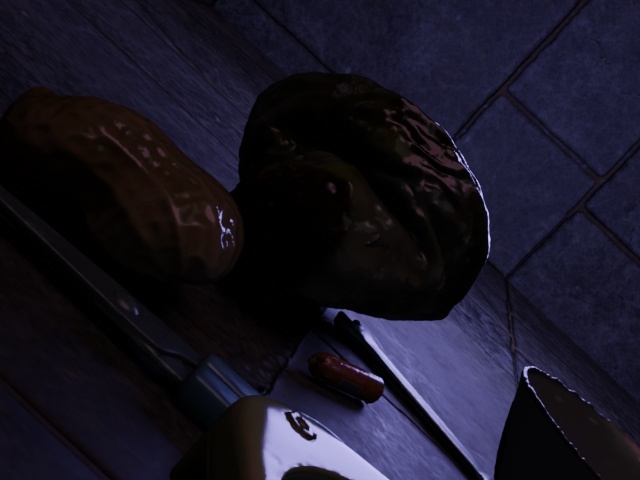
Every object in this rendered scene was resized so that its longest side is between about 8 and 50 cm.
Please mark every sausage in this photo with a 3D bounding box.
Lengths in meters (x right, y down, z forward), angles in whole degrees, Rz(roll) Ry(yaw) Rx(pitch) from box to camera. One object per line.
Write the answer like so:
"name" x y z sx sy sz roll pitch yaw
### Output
"sausage" 0.022 0.133 1.145 0.107 0.031 0.031 32 15 -45

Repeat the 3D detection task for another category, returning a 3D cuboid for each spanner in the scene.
"spanner" 0.119 0.191 1.301 0.302 0.017 0.071 48 12 23

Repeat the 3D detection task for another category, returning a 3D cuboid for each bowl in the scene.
"bowl" 0.264 0.287 1.082 0.337 0.157 0.337 41 10 -9

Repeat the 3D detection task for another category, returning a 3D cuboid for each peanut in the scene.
"peanut" -0.165 -0.048 0.974 0.233 0.110 0.197 44 10 -2

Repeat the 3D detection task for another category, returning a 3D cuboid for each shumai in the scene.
"shumai" 0.000 0.000 1.234 0.309 0.304 0.263 19 34 25

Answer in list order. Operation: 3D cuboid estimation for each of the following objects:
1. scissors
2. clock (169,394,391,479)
"scissors" -0.118 0.078 0.867 0.447 0.029 0.192 43 11 -2
"clock" 0.016 0.223 0.622 0.235 0.096 0.308 42 11 -12
